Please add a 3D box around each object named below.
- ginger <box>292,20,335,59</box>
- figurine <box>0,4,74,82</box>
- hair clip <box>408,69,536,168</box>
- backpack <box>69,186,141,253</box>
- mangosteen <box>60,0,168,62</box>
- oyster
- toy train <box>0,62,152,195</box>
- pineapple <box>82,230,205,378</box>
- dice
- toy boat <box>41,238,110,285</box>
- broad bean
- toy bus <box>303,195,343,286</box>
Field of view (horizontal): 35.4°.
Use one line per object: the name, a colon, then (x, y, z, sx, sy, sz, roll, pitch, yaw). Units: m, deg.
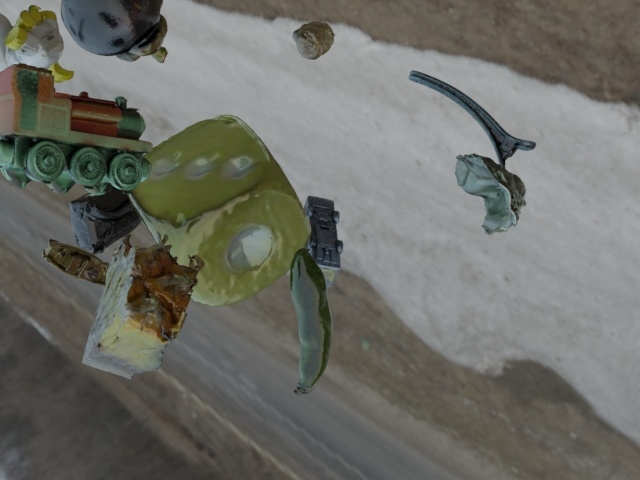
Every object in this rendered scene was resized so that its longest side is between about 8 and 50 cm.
ginger: (-0.017, -0.477, 2.388, 0.204, 0.104, 0.080, -90, -3, -72)
figurine: (-0.471, -0.285, 1.526, 0.178, 0.109, 0.130, -3, 127, 19)
hair clip: (0.272, -0.234, 1.849, 0.275, 0.083, 0.048, 47, -173, 22)
backpack: (-0.433, -0.054, 2.037, 0.105, 0.165, 0.120, 12, 116, 28)
mangosteen: (-0.243, -0.276, 1.234, 0.151, 0.137, 0.137, 48, 165, -31)
oyster: (0.281, -0.071, 1.621, 0.199, 0.087, 0.252, 52, -177, 37)
toy train: (-0.251, -0.108, 1.025, 0.175, 0.119, 0.074, 3, 178, -42)
pineapple: (-0.234, 0.089, 1.297, 0.114, 0.186, 0.236, 25, -163, -13)
dice: (-0.172, -0.049, 1.698, 0.233, 0.238, 0.227, 51, 169, 43)
toy boat: (-0.512, 0.054, 2.147, 0.072, 0.064, 0.206, 32, -179, 38)
broad bean: (-0.013, 0.127, 1.566, 0.046, 0.065, 0.255, -78, -13, -71)
toy bus: (0.000, 0.000, 1.825, 0.191, 0.064, 0.075, -96, 20, -52)
